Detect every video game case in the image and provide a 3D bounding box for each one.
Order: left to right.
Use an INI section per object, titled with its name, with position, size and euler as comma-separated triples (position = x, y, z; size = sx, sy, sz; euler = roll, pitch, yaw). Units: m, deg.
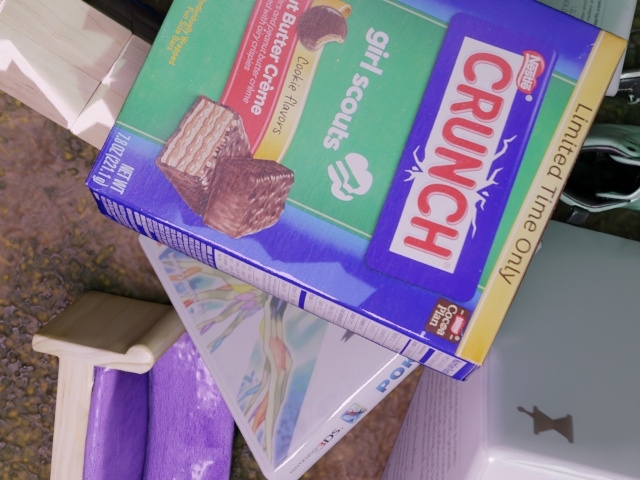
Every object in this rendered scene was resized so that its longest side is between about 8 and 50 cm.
[video game case]
position = 0.000, 0.000, 1.326
size = 0.300, 0.329, 0.036
euler = -45, 137, 12

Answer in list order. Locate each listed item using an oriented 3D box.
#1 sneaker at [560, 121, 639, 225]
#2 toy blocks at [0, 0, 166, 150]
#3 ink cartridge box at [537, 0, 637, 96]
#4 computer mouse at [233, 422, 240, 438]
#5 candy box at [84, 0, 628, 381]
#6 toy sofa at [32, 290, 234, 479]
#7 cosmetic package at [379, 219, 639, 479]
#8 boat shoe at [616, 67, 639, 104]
[sneaker]
position = 0.313, -0.052, 1.381
size = 0.256, 0.151, 0.094
euler = 7, 105, -4
[toy blocks]
position = -0.268, -0.214, 1.287
size = 0.381, 0.261, 0.190
euler = 31, 102, -16
[ink cartridge box]
position = 0.072, -0.282, 1.274
size = 0.396, 0.151, 0.270
euler = 3, 127, -3
[computer mouse]
position = -0.052, 0.156, 1.500
size = 0.242, 0.041, 0.071
euler = -25, 106, 8
[candy box]
position = 0.026, -0.081, 1.131
size = 0.317, 0.122, 0.268
euler = 24, 82, 2
[toy sofa]
position = -0.180, 0.242, 1.451
size = 0.177, 0.150, 0.362
euler = 11, 107, 11
[cosmetic package]
position = 0.237, 0.246, 1.327
size = 0.327, 0.329, 0.393
euler = 14, 126, -4
[boat shoe]
position = 0.304, -0.144, 1.409
size = 0.125, 0.046, 0.038
euler = -10, 102, -6
